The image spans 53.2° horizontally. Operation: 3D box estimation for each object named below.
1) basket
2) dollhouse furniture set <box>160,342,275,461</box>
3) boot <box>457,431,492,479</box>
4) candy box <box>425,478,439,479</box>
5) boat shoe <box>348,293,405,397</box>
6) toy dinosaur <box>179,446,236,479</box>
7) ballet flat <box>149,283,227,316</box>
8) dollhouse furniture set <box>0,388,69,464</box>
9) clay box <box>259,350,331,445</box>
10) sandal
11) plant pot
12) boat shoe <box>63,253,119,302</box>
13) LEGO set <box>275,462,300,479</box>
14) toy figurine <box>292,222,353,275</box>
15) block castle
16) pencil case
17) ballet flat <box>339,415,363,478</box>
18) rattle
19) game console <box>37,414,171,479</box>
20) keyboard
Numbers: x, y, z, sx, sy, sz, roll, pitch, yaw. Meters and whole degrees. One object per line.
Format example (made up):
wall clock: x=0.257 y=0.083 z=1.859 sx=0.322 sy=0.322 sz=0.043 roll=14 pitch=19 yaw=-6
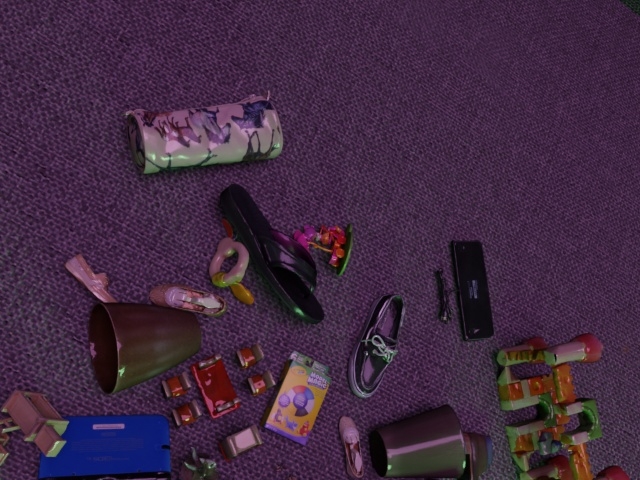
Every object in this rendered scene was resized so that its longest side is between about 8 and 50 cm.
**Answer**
basket: x=0.263 y=0.571 z=1.772 sx=0.226 sy=0.154 sz=0.205 roll=-2 pitch=83 yaw=-18
dollhouse furniture set: x=-0.248 y=0.422 z=1.633 sx=0.262 sy=0.135 sz=0.259 roll=-19 pitch=75 yaw=-24
boot: x=0.460 y=0.671 z=1.861 sx=0.106 sy=0.082 sz=0.219 roll=2 pitch=76 yaw=-18
candy box: x=0.258 y=0.737 z=1.725 sx=0.233 sy=0.159 sz=0.071 roll=-23 pitch=86 yaw=-25
boat shoe: x=0.171 y=0.296 z=1.814 sx=0.113 sy=0.105 sz=0.306 roll=30 pitch=69 yaw=-13
toy dinosaur: x=-0.303 y=0.637 z=1.563 sx=0.160 sy=0.121 sz=0.314 roll=23 pitch=103 yaw=-12
ballet flat: x=-0.339 y=0.152 z=1.666 sx=0.206 sy=0.067 sz=0.073 roll=10 pitch=75 yaw=-19
dollhouse furniture set: x=-0.649 y=0.457 z=1.433 sx=0.182 sy=0.101 sz=0.161 roll=35 pitch=88 yaw=29
clay box: x=-0.060 y=0.421 z=1.725 sx=0.127 sy=0.053 sz=0.222 roll=28 pitch=71 yaw=-14
sandal: x=-0.108 y=0.030 z=1.716 sx=0.107 sy=0.167 sz=0.446 roll=-33 pitch=94 yaw=18
plant pot: x=-0.417 y=0.245 z=1.558 sx=0.230 sy=0.215 sz=0.216 roll=-4 pitch=80 yaw=-36
boat shoe: x=-0.559 y=0.101 z=1.593 sx=0.170 sy=0.063 sz=0.059 roll=45 pitch=73 yaw=-6
LEGO set: x=-0.084 y=0.628 z=1.693 sx=0.054 sy=0.023 sz=0.083 roll=-24 pitch=75 yaw=-26
toy figurine: x=0.000 y=0.000 z=1.820 sx=0.159 sy=0.130 sz=0.173 roll=17 pitch=51 yaw=-8
block castle: x=0.714 y=0.510 z=1.875 sx=0.212 sy=0.303 sz=0.454 roll=-6 pitch=82 yaw=-23
pencil case: x=-0.314 y=-0.290 z=1.719 sx=0.410 sy=0.160 sz=0.184 roll=-11 pitch=91 yaw=-23
ballet flat: x=0.092 y=0.566 z=1.754 sx=0.057 sy=0.052 sz=0.168 roll=-8 pitch=82 yaw=-23
rattle: x=-0.219 y=0.051 z=1.740 sx=0.142 sy=0.130 sz=0.200 roll=26 pitch=39 yaw=-32
game console: x=-0.517 y=0.570 z=1.529 sx=0.293 sy=0.173 sz=0.250 roll=5 pitch=46 yaw=-21
keyboard: x=0.442 y=0.155 z=1.993 sx=0.201 sy=0.033 sz=0.317 roll=1 pitch=77 yaw=-28
